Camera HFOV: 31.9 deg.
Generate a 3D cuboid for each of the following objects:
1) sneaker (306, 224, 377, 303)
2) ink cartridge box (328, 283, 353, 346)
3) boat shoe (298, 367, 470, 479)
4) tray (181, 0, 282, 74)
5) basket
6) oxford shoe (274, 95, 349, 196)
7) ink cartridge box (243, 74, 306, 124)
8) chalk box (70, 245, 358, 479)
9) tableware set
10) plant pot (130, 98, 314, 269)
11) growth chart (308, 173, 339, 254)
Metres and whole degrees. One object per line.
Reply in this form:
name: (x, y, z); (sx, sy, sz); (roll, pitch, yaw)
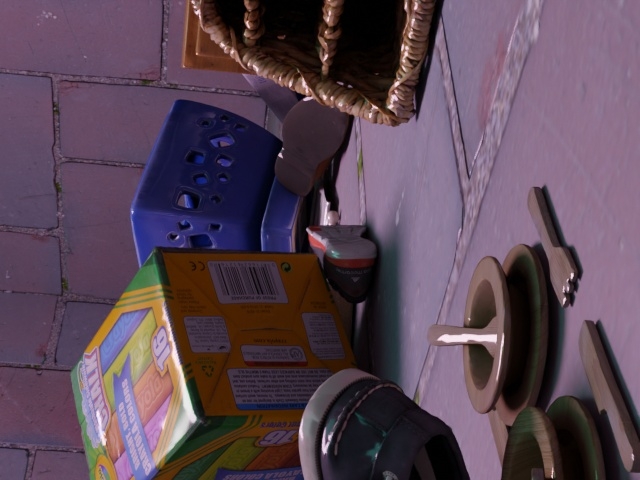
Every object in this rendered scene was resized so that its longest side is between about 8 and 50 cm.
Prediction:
sneaker: (0.019, 0.023, 1.091); (0.158, 0.061, 0.065); (-108, 17, -77)
ink cartridge box: (-0.023, 0.167, 1.231); (0.193, 0.088, 0.235); (133, 140, -79)
boat shoe: (0.047, 0.155, 0.525); (0.065, 0.075, 0.206); (13, 130, 44)
tray: (-0.041, -0.393, 1.266); (0.076, 0.202, 0.411); (-134, 48, -77)
basket: (-0.016, -0.271, 0.876); (0.223, 0.213, 0.299); (-91, 8, -49)
oxford shoe: (-0.001, -0.137, 1.391); (0.076, 0.076, 0.212); (-48, -4, -27)
ink cartridge box: (-0.069, -0.241, 1.663); (0.207, 0.046, 0.097); (48, -160, -59)
chalk box: (-0.115, 0.160, 1.059); (0.289, 0.180, 0.179); (-52, 47, 42)
tableware set: (0.083, 0.073, 0.491); (0.194, 0.039, 0.128); (-94, 10, -57)
plant pot: (-0.123, -0.030, 1.565); (0.236, 0.212, 0.236); (89, -169, -47)
growth chart: (0.000, 0.000, 1.470); (0.237, 0.021, 0.172); (-99, 14, -66)
